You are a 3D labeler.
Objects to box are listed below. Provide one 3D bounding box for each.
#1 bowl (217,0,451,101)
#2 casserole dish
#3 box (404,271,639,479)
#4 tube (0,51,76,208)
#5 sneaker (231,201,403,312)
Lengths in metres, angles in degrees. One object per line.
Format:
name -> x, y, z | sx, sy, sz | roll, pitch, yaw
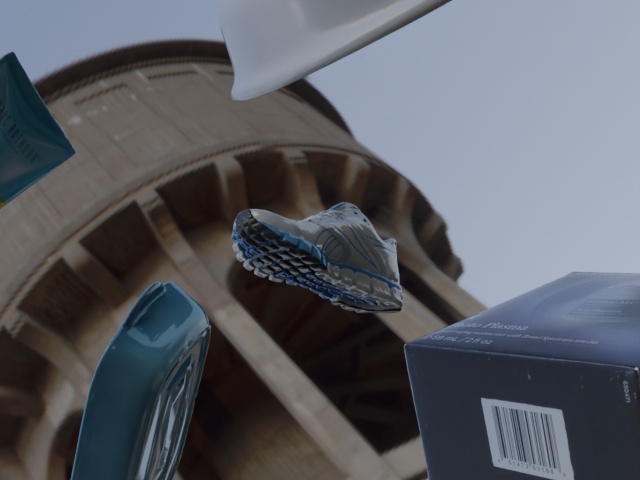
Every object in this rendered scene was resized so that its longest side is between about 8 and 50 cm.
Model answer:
bowl -> 0.029, -0.238, 0.820 | 0.298, 0.298, 0.134 | -31, -76, -17
casserole dish -> -0.109, 0.113, 0.623 | 0.114, 0.037, 0.188 | -52, -18, -60
box -> 0.298, 0.150, 1.047 | 0.294, 0.296, 0.182 | -17, -80, -37
tube -> -0.222, -0.008, 0.520 | 0.207, 0.052, 0.080 | -42, -30, -17
sneaker -> 0.000, 0.000, 0.870 | 0.191, 0.071, 0.082 | 27, -118, -43
